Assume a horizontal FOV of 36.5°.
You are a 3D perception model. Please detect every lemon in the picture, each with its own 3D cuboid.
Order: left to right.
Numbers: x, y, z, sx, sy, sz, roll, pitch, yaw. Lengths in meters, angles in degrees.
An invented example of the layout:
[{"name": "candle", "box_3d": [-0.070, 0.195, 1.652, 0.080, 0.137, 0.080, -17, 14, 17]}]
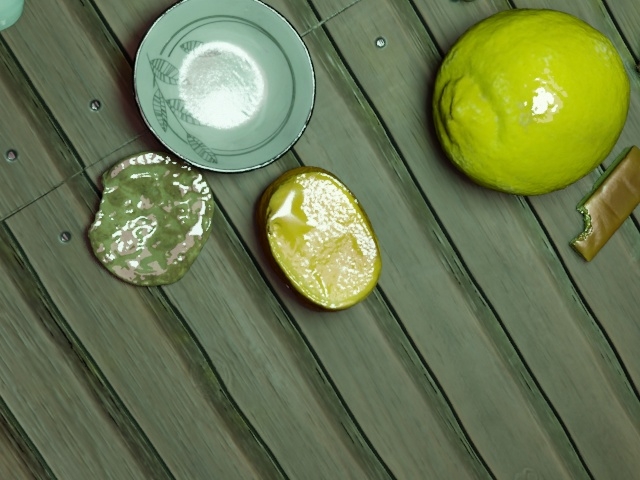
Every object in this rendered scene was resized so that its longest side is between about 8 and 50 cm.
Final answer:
[{"name": "lemon", "box_3d": [0.364, -0.239, 1.676, 0.348, 0.348, 0.348, 0, 92, -11]}]

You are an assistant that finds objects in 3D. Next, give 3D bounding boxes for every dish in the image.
[{"name": "dish", "box_3d": [-0.169, -0.267, 1.683, 0.316, 0.106, 0.316, 0, 92, -13]}]

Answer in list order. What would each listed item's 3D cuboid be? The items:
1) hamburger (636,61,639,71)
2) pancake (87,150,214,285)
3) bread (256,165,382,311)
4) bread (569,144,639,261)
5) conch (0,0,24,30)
[{"name": "hamburger", "box_3d": [0.769, -0.339, 1.830, 0.282, 0.245, 0.155, -20, 65, 31]}, {"name": "pancake", "box_3d": [-0.296, -0.038, 1.698, 0.222, 0.042, 0.236, -6, 96, -15]}, {"name": "bread", "box_3d": [0.000, 0.000, 1.704, 0.195, 0.142, 0.270, -30, 95, -6]}, {"name": "bread", "box_3d": [0.551, -0.071, 1.854, 0.088, 0.049, 0.226, 43, 85, -9]}, {"name": "conch", "box_3d": [-0.582, -0.453, 1.601, 0.185, 0.121, 0.221, -18, 102, 20]}]
